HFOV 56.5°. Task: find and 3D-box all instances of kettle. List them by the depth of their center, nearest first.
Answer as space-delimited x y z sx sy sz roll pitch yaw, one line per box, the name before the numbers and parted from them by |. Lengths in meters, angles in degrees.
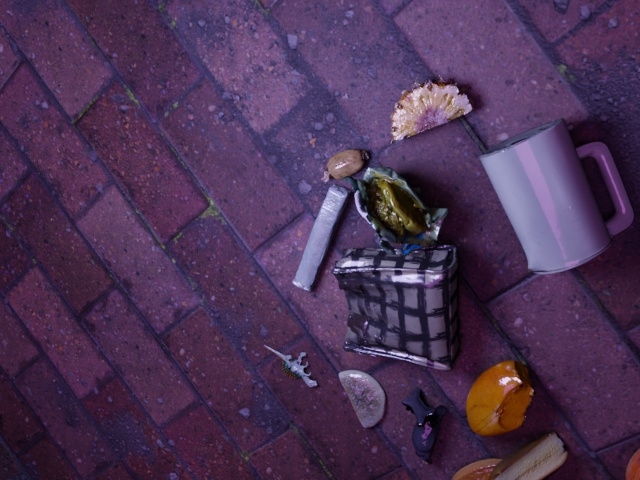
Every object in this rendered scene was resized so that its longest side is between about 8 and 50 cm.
kettle | 0.554 -0.113 1.418 0.205 0.265 0.318 -19 98 56

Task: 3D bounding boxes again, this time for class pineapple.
pineapple | 0.262 -0.349 1.513 0.233 0.079 0.135 -23 104 19

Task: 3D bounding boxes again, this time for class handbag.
handbag | 0.210 0.172 1.608 0.326 0.162 0.326 4 119 23

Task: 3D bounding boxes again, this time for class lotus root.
lotus root | 0.062 -0.206 1.634 0.151 0.063 0.072 -30 102 22

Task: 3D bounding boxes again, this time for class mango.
mango | 0.482 0.434 1.612 0.153 0.126 0.252 25 119 1

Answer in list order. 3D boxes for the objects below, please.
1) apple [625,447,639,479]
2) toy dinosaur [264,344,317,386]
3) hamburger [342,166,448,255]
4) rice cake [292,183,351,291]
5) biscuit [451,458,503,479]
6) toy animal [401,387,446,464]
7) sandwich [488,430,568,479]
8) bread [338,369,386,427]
apple | 0.929 0.652 1.477 0.292 0.163 0.252 15 111 15
toy dinosaur | -0.093 0.396 1.873 0.187 0.044 0.106 10 123 17
hamburger | 0.203 -0.095 1.501 0.150 0.276 0.261 -39 81 27
rice cake | 0.000 0.000 1.713 0.066 0.063 0.337 28 112 15
biscuit | 0.519 0.800 1.733 0.311 0.057 0.352 -14 97 24
toy animal | 0.314 0.546 1.745 0.117 0.121 0.210 -22 120 -18
sandwich | 0.552 0.622 1.617 0.257 0.096 0.094 -27 68 -15
bread | 0.141 0.474 1.803 0.112 0.036 0.193 -23 95 24
